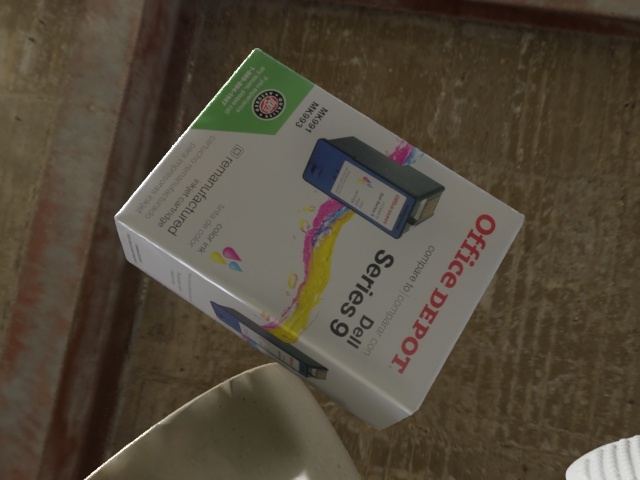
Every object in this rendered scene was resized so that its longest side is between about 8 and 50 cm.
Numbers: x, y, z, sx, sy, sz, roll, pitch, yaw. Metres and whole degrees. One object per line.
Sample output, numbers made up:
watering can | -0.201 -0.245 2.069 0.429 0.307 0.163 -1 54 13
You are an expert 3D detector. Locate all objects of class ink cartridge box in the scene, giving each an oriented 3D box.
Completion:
ink cartridge box | 0.000 0.000 0.480 0.212 0.093 0.154 34 -111 3

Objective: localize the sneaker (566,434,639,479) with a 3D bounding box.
sneaker | 0.376 0.231 0.585 0.366 0.135 0.150 -1 -96 -11

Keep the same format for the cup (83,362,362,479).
cup | -0.064 0.288 0.515 0.331 0.331 0.237 -45 -108 -2
